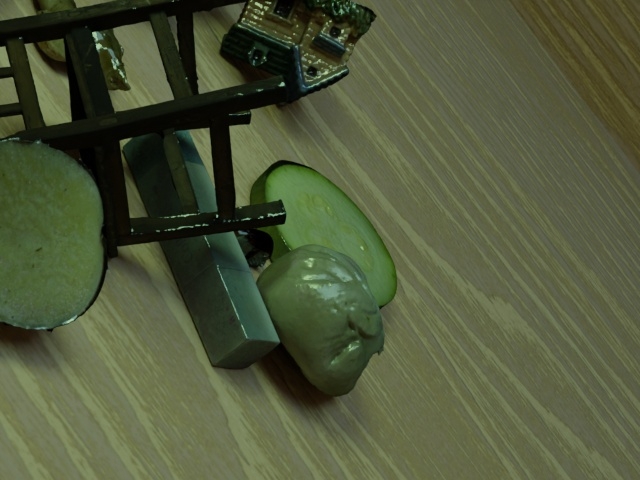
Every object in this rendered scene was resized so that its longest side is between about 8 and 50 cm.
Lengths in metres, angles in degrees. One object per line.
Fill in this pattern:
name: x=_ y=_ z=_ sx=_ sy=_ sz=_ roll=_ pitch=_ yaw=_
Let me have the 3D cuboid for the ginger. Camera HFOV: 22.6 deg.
ginger: x=-0.307 y=-0.277 z=2.027 sx=0.133 sy=0.059 sz=0.214 roll=22 pitch=37 yaw=-34

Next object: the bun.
bun: x=0.013 y=0.095 z=1.964 sx=0.193 sy=0.128 sz=0.178 roll=56 pitch=6 yaw=-11

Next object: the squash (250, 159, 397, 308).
squash: x=0.000 y=0.000 z=2.193 sx=0.252 sy=0.049 sz=0.252 roll=36 pitch=31 yaw=-25

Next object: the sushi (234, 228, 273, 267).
sushi: x=-0.091 y=0.007 z=2.029 sx=0.083 sy=0.046 sz=0.044 roll=20 pitch=41 yaw=-48

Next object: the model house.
model house: x=-0.043 y=-0.290 z=2.346 sx=0.183 sy=0.172 sz=0.166 roll=27 pitch=-3 yaw=-8

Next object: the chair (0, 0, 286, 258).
chair: x=-0.261 y=-0.116 z=1.783 sx=0.241 sy=0.416 sz=0.203 roll=94 pitch=-20 yaw=-56

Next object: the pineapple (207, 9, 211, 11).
pineapple: x=-0.190 y=-0.429 z=2.267 sx=0.223 sy=0.223 sz=0.357 roll=45 pitch=38 yaw=-14

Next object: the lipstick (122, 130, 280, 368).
lipstick: x=-0.146 y=0.002 z=1.922 sx=0.068 sy=0.066 sz=0.317 roll=12 pitch=46 yaw=-53

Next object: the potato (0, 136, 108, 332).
potato: x=-0.319 y=-0.009 z=1.603 sx=0.202 sy=0.117 sz=0.182 roll=28 pitch=76 yaw=-40
